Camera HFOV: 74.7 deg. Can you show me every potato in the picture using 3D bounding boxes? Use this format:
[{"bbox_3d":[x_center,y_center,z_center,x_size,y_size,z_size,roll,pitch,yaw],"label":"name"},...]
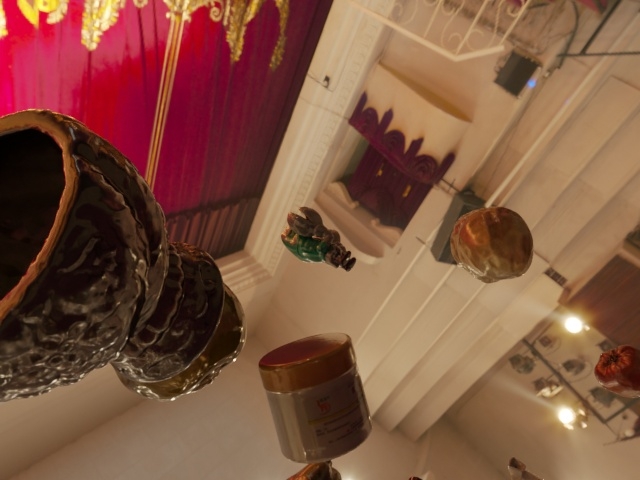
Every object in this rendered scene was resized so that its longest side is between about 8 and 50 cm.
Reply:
[{"bbox_3d":[-0.042,0.831,1.281,0.218,0.351,0.202,26,-178,-4],"label":"potato"}]

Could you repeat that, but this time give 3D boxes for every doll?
[{"bbox_3d":[0.003,0.009,1.269,0.258,0.195,0.153,33,-107,16],"label":"doll"}]

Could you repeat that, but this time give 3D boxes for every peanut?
[{"bbox_3d":[0.231,0.005,0.593,0.085,0.104,0.228,-5,-178,9],"label":"peanut"}]

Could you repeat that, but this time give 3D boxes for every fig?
[{"bbox_3d":[-0.356,0.203,1.029,0.343,0.344,0.343,17,-145,-13],"label":"fig"}]

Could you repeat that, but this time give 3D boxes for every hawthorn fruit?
[{"bbox_3d":[0.755,0.325,1.037,0.140,0.125,0.125,22,-147,-24],"label":"hawthorn fruit"}]

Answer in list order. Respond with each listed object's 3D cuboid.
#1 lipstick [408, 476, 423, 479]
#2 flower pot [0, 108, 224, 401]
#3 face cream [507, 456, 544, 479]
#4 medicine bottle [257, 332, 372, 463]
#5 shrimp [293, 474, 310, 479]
[{"bbox_3d":[0.191,0.718,0.987,0.057,0.057,0.356,33,-151,10],"label":"lipstick"},{"bbox_3d":[-0.254,0.042,0.462,0.267,0.266,0.267,51,-179,31],"label":"flower pot"},{"bbox_3d":[0.580,0.612,0.893,0.369,0.146,0.145,22,-155,39],"label":"face cream"},{"bbox_3d":[-0.010,0.371,1.022,0.237,0.237,0.232,-16,-89,-45],"label":"medicine bottle"},{"bbox_3d":[-0.069,0.622,1.033,0.108,0.059,0.023,-35,-78,-14],"label":"shrimp"}]
